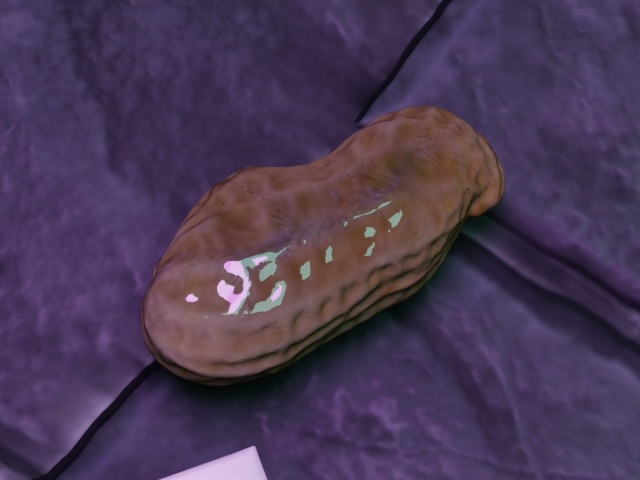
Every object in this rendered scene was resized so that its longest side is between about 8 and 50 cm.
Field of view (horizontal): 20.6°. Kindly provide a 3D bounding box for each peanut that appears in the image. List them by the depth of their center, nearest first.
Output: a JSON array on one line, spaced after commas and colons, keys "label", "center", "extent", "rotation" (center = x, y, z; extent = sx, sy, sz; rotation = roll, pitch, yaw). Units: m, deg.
[{"label": "peanut", "center": [0.000, 0.000, 0.823], "extent": [0.194, 0.083, 0.093], "rotation": [-33, 43, -22]}]

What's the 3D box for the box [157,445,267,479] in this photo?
[{"label": "box", "center": [-0.032, 0.166, 0.734], "extent": [0.051, 0.130, 0.129], "rotation": [-19, 75, -12]}]
